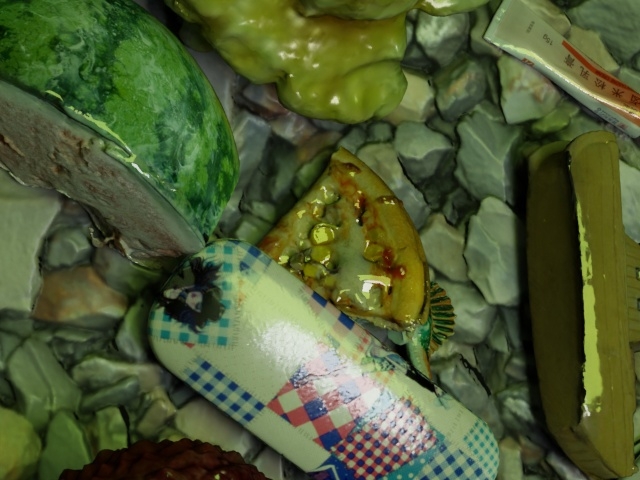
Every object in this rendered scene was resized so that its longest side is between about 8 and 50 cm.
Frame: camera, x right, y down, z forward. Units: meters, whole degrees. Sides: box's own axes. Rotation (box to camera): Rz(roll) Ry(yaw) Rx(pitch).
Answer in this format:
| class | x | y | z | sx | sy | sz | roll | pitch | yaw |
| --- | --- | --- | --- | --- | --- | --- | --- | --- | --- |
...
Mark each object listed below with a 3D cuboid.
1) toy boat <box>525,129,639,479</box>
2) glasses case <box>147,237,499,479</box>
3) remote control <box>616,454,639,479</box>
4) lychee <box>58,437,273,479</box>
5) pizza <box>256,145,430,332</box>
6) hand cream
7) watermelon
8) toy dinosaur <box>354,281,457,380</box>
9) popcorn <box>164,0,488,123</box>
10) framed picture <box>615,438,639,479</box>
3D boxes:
| class | x | y | z | sx | sy | sz | roll | pitch | yaw |
| --- | --- | --- | --- | --- | --- | --- | --- | --- | --- |
| toy boat | 0.252 | 0.057 | 1.660 | 0.121 | 0.089 | 0.321 | 8 | 73 | -39 |
| glasses case | 0.005 | 0.126 | 1.495 | 0.327 | 0.076 | 0.125 | 38 | 90 | -14 |
| remote control | 0.342 | 0.204 | 1.674 | 0.229 | 0.044 | 0.073 | -40 | 100 | -31 |
| lychee | -0.109 | 0.268 | 1.300 | 0.300 | 0.264 | 0.264 | -4 | 78 | -12 |
| pizza | 0.000 | 0.000 | 1.549 | 0.176 | 0.036 | 0.184 | -5 | 60 | -13 |
| hand cream | 0.254 | -0.158 | 1.754 | 0.216 | 0.038 | 0.052 | 34 | 35 | -13 |
| watermelon | -0.204 | -0.113 | 1.431 | 0.305 | 0.180 | 0.224 | 34 | 19 | -13 |
| toy dinosaur | 0.085 | 0.068 | 1.593 | 0.187 | 0.044 | 0.106 | 52 | 42 | 3 |
| popcorn | -0.028 | -0.279 | 1.499 | 0.335 | 0.274 | 0.279 | 51 | 13 | -51 |
| framed picture | 0.365 | 0.263 | 1.707 | 0.150 | 0.015 | 0.203 | -27 | 91 | -31 |
